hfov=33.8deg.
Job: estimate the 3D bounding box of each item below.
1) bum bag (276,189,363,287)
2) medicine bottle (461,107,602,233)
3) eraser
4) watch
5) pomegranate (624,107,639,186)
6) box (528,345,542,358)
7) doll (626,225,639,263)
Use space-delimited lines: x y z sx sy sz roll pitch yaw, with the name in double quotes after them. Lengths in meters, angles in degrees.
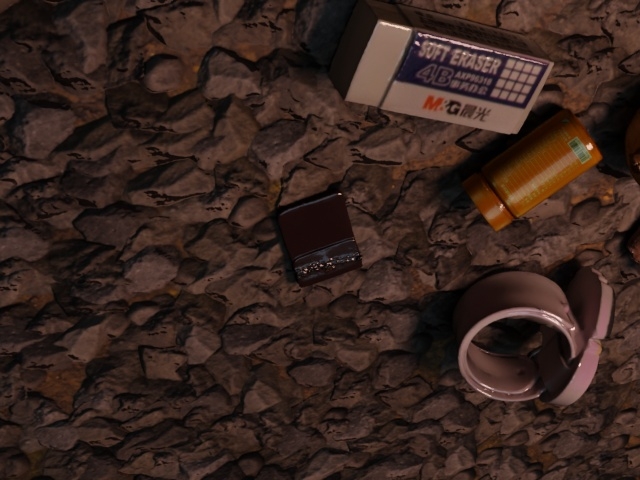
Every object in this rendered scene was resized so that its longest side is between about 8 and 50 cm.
0.000 0.000 1.574 0.109 0.026 0.159 -20 133 -3 "bum bag"
0.312 -0.103 1.558 0.192 0.096 0.096 -37 132 11 "medicine bottle"
0.162 -0.228 1.402 0.279 0.081 0.124 7 126 -26 "eraser"
0.345 0.138 1.754 0.231 0.196 0.244 21 121 -9 "watch"
0.537 -0.134 1.566 0.196 0.196 0.196 -11 132 -12 "pomegranate"
0.436 0.220 1.913 0.099 0.054 0.074 -30 131 6 "box"
0.645 -0.049 1.724 0.201 0.156 0.303 46 132 -3 "doll"
